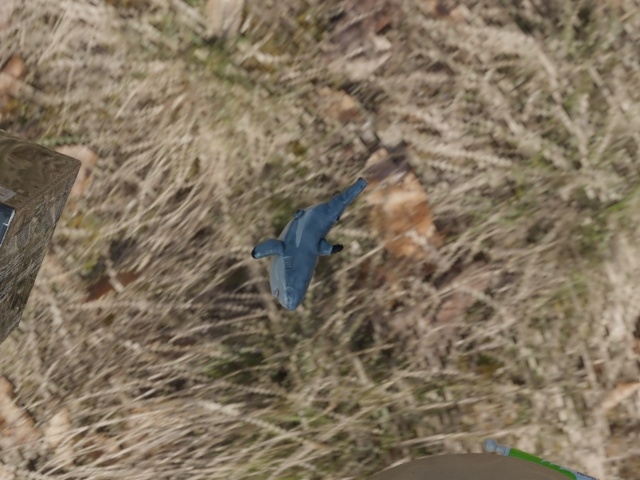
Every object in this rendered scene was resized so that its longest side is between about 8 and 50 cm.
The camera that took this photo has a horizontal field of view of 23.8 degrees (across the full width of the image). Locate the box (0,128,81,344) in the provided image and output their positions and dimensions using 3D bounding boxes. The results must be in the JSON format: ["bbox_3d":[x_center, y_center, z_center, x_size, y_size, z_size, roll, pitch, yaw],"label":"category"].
[{"bbox_3d":[-0.312,0.014,1.343,0.103,0.261,0.184,21,102,-1],"label":"box"}]

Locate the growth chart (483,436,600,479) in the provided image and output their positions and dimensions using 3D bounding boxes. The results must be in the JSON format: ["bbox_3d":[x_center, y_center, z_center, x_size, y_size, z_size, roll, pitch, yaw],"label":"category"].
[{"bbox_3d":[0.240,0.308,1.514,0.172,0.021,0.237,17,39,-6],"label":"growth chart"}]

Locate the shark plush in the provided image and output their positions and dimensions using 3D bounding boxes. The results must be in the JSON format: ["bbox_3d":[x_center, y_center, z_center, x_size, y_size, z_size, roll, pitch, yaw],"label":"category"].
[{"bbox_3d":[0.000,0.000,1.677,0.161,0.073,0.067,-45,60,-6],"label":"shark plush"}]

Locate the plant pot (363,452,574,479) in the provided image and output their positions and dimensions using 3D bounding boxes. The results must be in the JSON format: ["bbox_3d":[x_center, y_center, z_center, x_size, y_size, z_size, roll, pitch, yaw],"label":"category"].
[{"bbox_3d":[0.102,0.268,0.781,0.256,0.274,0.256,-1,97,-8],"label":"plant pot"}]
